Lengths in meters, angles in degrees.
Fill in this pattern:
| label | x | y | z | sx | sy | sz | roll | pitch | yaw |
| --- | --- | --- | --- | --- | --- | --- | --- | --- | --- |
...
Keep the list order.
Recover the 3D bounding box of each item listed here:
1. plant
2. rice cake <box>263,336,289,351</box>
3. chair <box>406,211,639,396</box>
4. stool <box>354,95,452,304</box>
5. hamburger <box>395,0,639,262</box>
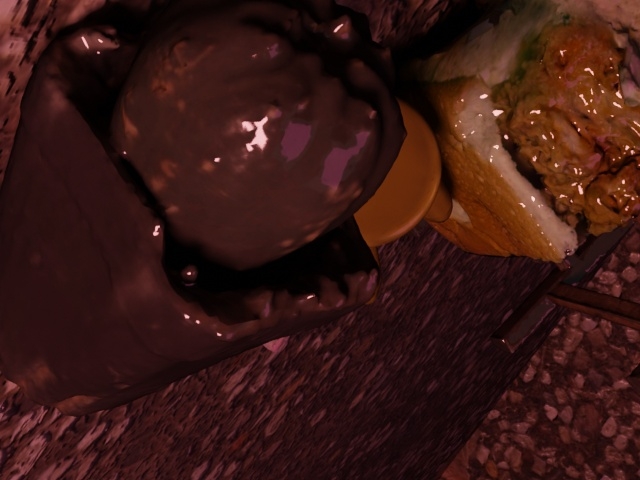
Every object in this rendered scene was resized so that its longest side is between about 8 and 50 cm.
| label | x | y | z | sx | sy | sz | roll | pitch | yaw |
| --- | --- | --- | --- | --- | --- | --- | --- | --- | --- |
| plant | -0.062 | -0.018 | 0.635 | 0.141 | 0.164 | 0.256 | -11 | 157 | -46 |
| rice cake | 0.000 | 0.000 | 1.045 | 0.207 | 0.047 | 0.036 | -57 | 177 | 28 |
| chair | 0.307 | -0.089 | 1.231 | 0.416 | 0.203 | 0.240 | -46 | -161 | -14 |
| stool | 0.026 | -0.034 | 0.921 | 0.134 | 0.135 | 0.110 | -3 | 161 | 0 |
| hamburger | 0.149 | -0.102 | 0.986 | 0.167 | 0.192 | 0.288 | -39 | -166 | -15 |
